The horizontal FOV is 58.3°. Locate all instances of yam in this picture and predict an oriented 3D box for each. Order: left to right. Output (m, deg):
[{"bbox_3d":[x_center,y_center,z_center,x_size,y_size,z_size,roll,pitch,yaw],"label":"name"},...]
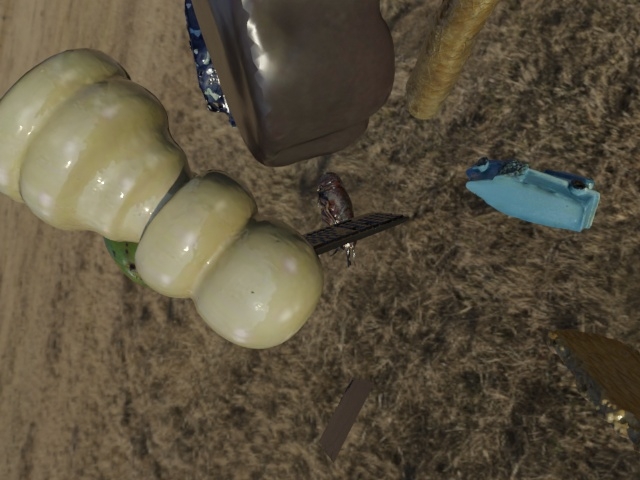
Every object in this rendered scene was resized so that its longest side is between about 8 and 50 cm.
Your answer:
[{"bbox_3d":[0.182,-0.276,0.801,0.357,0.081,0.081,109,160,-77],"label":"yam"}]

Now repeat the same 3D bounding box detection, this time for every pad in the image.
[{"bbox_3d":[0.035,0.247,0.812,0.113,0.006,0.188,-59,-1,-13],"label":"pad"}]

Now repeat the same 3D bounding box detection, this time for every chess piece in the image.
[{"bbox_3d":[-0.132,-0.017,0.522,0.299,0.167,0.167,39,128,1],"label":"chess piece"}]

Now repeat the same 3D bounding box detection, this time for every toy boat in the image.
[{"bbox_3d":[0.373,-0.096,1.028,0.237,0.098,0.109,21,136,27],"label":"toy boat"}]

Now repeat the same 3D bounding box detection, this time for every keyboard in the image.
[{"bbox_3d":[0.000,0.000,0.750,0.087,0.250,0.017,11,116,54],"label":"keyboard"}]

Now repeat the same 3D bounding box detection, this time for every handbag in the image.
[{"bbox_3d":[-0.180,-0.362,1.124,0.113,0.162,0.260,-13,87,9],"label":"handbag"}]

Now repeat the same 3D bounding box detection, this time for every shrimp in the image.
[{"bbox_3d":[0.033,-0.038,1.076,0.073,0.074,0.190,-36,70,55],"label":"shrimp"}]

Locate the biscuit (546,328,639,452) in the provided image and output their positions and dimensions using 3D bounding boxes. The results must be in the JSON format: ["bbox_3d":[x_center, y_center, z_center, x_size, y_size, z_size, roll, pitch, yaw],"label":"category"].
[{"bbox_3d":[0.414,0.195,0.773,0.224,0.144,0.033,-116,28,-58],"label":"biscuit"}]

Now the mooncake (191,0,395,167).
[{"bbox_3d":[-0.035,-0.184,0.482,0.245,0.133,0.245,163,90,-74],"label":"mooncake"}]

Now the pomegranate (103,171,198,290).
[{"bbox_3d":[-0.277,-0.024,1.090,0.254,0.254,0.271,-47,14,41],"label":"pomegranate"}]
